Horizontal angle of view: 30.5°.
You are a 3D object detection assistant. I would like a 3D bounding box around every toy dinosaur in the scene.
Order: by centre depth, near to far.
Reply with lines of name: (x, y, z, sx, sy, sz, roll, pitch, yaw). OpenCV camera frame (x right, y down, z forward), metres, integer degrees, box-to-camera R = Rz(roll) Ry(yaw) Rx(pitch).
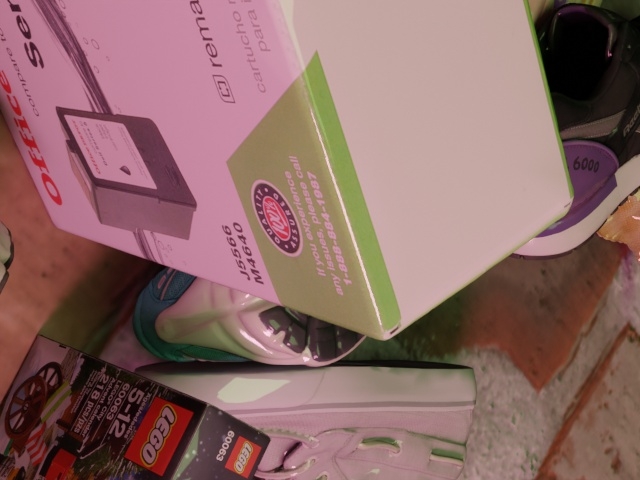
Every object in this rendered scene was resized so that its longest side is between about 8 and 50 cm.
toy dinosaur: (0.254, -0.026, 0.926, 0.092, 0.053, 0.183, -32, 110, -15)

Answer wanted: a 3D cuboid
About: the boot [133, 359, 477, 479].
boot: (0.000, 0.133, 0.693, 0.258, 0.095, 0.123, 7, 86, -42)

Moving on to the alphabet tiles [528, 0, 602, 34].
alphabet tiles: (0.137, -0.192, 0.728, 0.284, 0.021, 0.278, -6, 118, -61)

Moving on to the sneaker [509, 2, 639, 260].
sneaker: (0.199, -0.110, 0.781, 0.283, 0.107, 0.124, -43, 141, -38)

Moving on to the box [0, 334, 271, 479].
box: (-0.134, 0.170, 0.545, 0.044, 0.159, 0.233, 36, 74, -38)

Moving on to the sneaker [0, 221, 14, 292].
sneaker: (-0.250, 0.077, 0.491, 0.118, 0.107, 0.279, 38, 69, -18)

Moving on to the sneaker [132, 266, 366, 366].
sneaker: (0.000, 0.000, 0.671, 0.275, 0.110, 0.107, -23, 96, -55)

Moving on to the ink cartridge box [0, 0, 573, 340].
ink cartridge box: (-0.049, -0.093, 0.501, 0.114, 0.272, 0.198, -33, 117, -29)
